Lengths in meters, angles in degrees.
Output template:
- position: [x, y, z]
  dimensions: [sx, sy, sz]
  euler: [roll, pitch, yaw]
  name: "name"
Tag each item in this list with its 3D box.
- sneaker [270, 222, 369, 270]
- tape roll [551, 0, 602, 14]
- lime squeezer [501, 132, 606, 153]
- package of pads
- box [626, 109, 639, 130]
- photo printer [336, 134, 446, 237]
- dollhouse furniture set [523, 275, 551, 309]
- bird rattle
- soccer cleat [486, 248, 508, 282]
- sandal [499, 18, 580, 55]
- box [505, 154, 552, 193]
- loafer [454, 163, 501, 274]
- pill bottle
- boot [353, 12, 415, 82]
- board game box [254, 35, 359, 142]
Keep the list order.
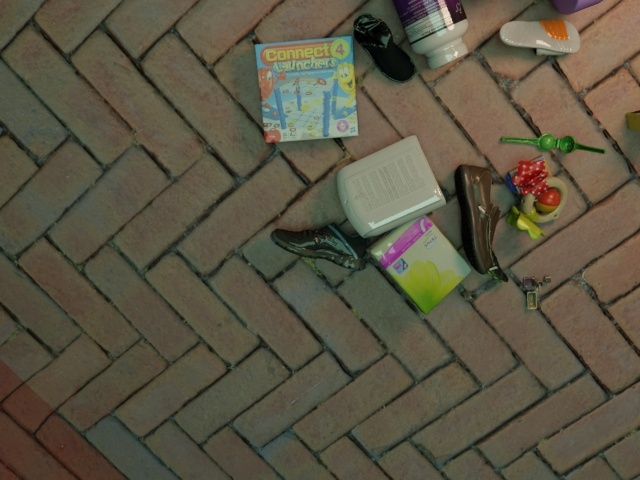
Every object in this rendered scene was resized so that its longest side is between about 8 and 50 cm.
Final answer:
- position: [0.000, 0.000, 1.909]
  dimensions: [0.340, 0.125, 0.140]
  euler: [14, 90, -7]
  name: "sneaker"
- position: [0.699, -0.780, 1.557]
  dimensions: [0.090, 0.275, 0.275]
  euler: [-19, 104, 7]
  name: "tape roll"
- position: [0.742, -0.301, 1.784]
  dimensions: [0.310, 0.110, 0.059]
  euler: [15, 127, 30]
  name: "lime squeezer"
- position: [0.334, 0.064, 1.879]
  dimensions: [0.229, 0.101, 0.296]
  euler: [-42, 101, -4]
  name: "package of pads"
- position: [1.012, -0.361, 1.678]
  dimensions: [0.087, 0.232, 0.058]
  euler: [-14, 104, 6]
  name: "box"
- position: [0.212, -0.164, 1.801]
  dimensions: [0.307, 0.107, 0.256]
  euler: [-25, 76, 10]
  name: "photo printer"
- position: [0.753, 0.189, 1.923]
  dimensions: [0.090, 0.081, 0.115]
  euler: [-6, 105, 5]
  name: "dollhouse furniture set"
- position: [0.706, -0.140, 1.821]
  dimensions: [0.206, 0.143, 0.254]
  euler: [-5, 111, -19]
  name: "bird rattle"
- position: [0.582, 0.076, 1.914]
  dimensions: [0.179, 0.060, 0.072]
  euler: [39, 103, -4]
  name: "soccer cleat"
- position: [0.657, -0.615, 1.707]
  dimensions: [0.265, 0.076, 0.102]
  euler: [2, 84, -9]
  name: "sandal"
- position: [0.682, -0.213, 1.844]
  dimensions: [0.136, 0.028, 0.081]
  euler: [-28, 103, 8]
  name: "box"
- position: [0.530, -0.072, 1.821]
  dimensions: [0.130, 0.134, 0.366]
  euler: [-9, 96, 0]
  name: "loafer"
- position: [0.321, -0.682, 1.654]
  dimensions: [0.181, 0.181, 0.323]
  euler: [-24, 103, 9]
  name: "pill bottle"
- position: [0.193, -0.569, 1.679]
  dimensions: [0.246, 0.207, 0.094]
  euler: [43, 103, -9]
  name: "boot"
- position: [-0.038, -0.475, 1.780]
  dimensions: [0.307, 0.086, 0.302]
  euler: [-4, 106, 4]
  name: "board game box"
